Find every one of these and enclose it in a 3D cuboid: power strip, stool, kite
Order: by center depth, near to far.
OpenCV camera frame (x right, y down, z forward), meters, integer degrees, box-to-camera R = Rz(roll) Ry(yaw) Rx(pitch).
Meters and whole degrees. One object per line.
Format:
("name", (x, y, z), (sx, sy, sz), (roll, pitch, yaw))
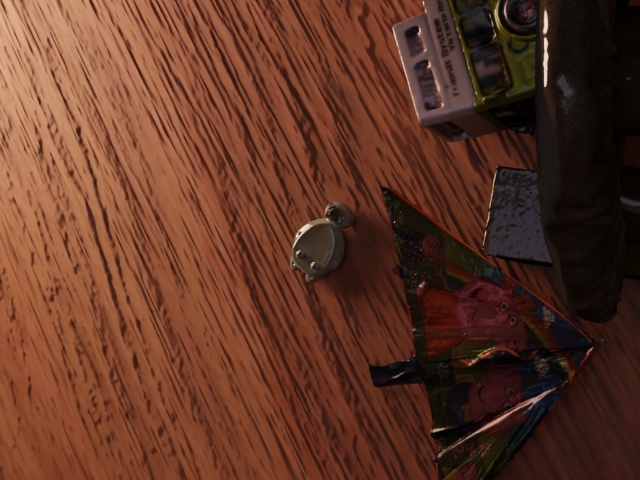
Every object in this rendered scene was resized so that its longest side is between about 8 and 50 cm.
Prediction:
("stool", (0.264, -0.125, 0.731), (0.226, 0.310, 0.310), (-3, 63, 17))
("kite", (0.135, 0.097, 0.958), (0.234, 0.016, 0.321), (-12, 88, 37))
("power strip", (0.000, 0.000, 1.049), (0.055, 0.035, 0.083), (38, 103, 22))

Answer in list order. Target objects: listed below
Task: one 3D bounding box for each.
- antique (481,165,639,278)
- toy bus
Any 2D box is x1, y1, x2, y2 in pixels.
("antique", (0.255, -0.007, 0.910), (0.221, 0.081, 0.080), (10, 90, 25))
("toy bus", (0.131, -0.242, 0.975), (0.139, 0.113, 0.301), (-19, 75, 22))
